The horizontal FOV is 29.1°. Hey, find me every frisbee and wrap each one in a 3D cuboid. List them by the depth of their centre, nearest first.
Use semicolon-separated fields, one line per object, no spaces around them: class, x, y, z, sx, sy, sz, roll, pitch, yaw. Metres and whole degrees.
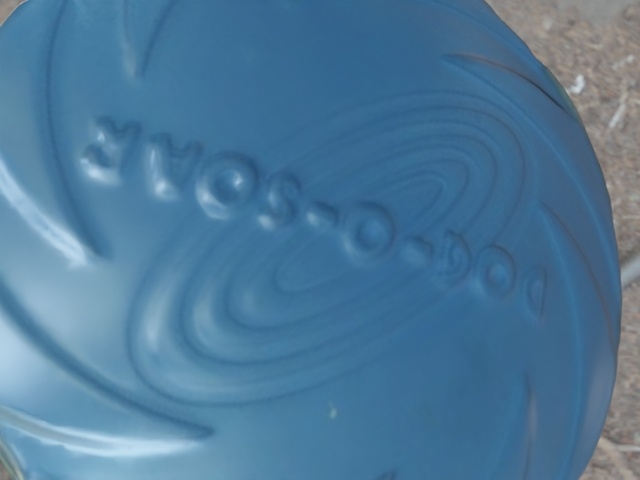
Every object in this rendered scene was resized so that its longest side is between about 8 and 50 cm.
frisbee;0.003;-0.002;0.466;0.049;0.289;0.290;146;122;-63
